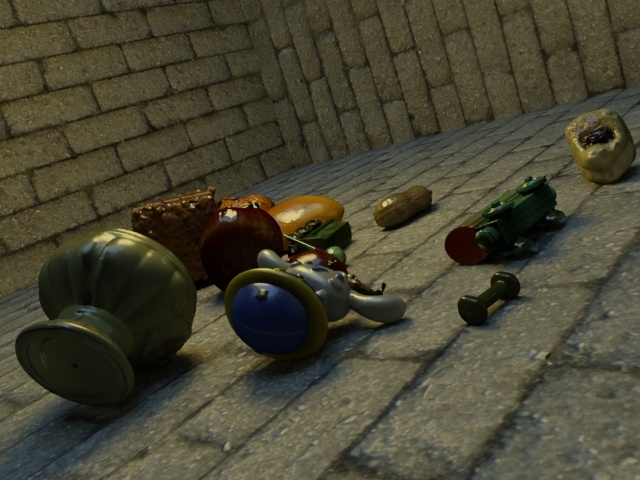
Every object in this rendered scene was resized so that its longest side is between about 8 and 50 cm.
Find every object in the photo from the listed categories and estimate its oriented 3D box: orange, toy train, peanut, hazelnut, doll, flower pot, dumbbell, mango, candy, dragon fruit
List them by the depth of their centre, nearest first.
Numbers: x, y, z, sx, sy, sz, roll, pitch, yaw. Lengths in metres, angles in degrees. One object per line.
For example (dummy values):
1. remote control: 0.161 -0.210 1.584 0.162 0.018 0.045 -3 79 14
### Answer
1. dumbbell: 0.269 0.090 0.996 0.118 0.046 0.052 -27 20 -36
2. doll: -0.017 0.128 1.088 0.311 0.159 0.243 11 9 17
3. flower pot: -0.403 0.155 1.168 0.308 0.307 0.244 -13 33 25
4. dragon fruit: 0.018 0.086 1.266 0.246 0.125 0.125 10 13 33
5. toy train: 0.377 -0.038 1.289 0.285 0.116 0.177 -31 5 -42
6. candy: -0.021 0.021 1.558 0.203 0.061 0.061 23 37 34
7. hazelnut: -0.205 0.031 1.594 0.230 0.229 0.229 -18 12 4
8. toy train: 0.000 0.000 1.694 0.137 0.090 0.225 -4 17 27
9. peanut: 0.244 -0.103 1.783 0.228 0.085 0.104 -26 -4 -33
10. mango: -0.055 -0.062 1.917 0.257 0.138 0.187 -25 25 -4
11. orange: -0.257 -0.066 2.104 0.235 0.182 0.234 -11 9 2

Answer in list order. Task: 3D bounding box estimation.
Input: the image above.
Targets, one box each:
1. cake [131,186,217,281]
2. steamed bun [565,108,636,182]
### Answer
1. cake: -0.407 -0.002 1.871 0.256 0.281 0.290 -12 8 -3
2. steamed bun: 0.676 -0.209 1.505 0.141 0.172 0.155 -23 27 32
